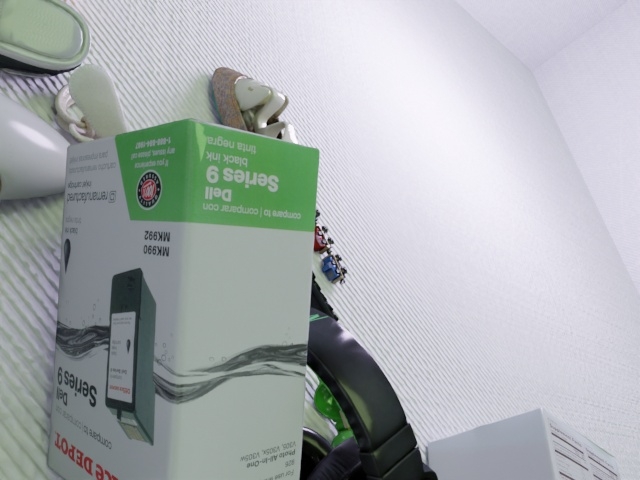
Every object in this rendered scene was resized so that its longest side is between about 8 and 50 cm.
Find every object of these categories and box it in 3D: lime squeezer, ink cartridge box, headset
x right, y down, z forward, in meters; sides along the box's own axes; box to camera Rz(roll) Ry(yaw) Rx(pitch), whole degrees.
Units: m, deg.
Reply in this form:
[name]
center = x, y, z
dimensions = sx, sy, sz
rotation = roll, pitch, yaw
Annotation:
[lime squeezer]
center = 0.027, 0.231, 0.666
dimensions = 0.110, 0.059, 0.310
rotation = 81, -7, -70
[ink cartridge box]
center = -0.120, 0.065, 0.444
dimensions = 0.122, 0.211, 0.288
rotation = 4, 89, -46
[headset]
center = -0.018, 0.258, 0.491
dimensions = 0.185, 0.244, 0.393
rotation = -20, 95, -41

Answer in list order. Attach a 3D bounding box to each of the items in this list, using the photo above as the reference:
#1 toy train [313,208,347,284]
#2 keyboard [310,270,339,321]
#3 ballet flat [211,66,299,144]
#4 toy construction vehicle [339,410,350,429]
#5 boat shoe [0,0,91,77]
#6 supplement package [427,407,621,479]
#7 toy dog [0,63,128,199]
[toy train]
center = 0.000, 0.000, 0.871
dimensions = 0.036, 0.027, 0.158
rotation = -9, 69, -47
[keyboard]
center = -0.073, -0.019, 0.621
dimensions = 0.201, 0.033, 0.317
rotation = 55, -7, -25
[ballet flat]
center = -0.087, -0.172, 0.845
dimensions = 0.108, 0.106, 0.315
rotation = 5, 58, -46
[toy construction vehicle]
center = 0.067, 0.226, 0.662
dimensions = 0.098, 0.035, 0.085
rotation = 15, 52, -57
[boat shoe]
center = -0.411, -0.255, 0.573
dimensions = 0.303, 0.091, 0.114
rotation = 23, 74, -37
[supplement package]
center = 0.285, 0.405, 0.718
dimensions = 0.198, 0.199, 0.262
rotation = 35, 41, -25
[toy dog]
center = -0.267, -0.107, 0.548
dimensions = 0.220, 0.161, 0.334
rotation = 57, 37, 3
